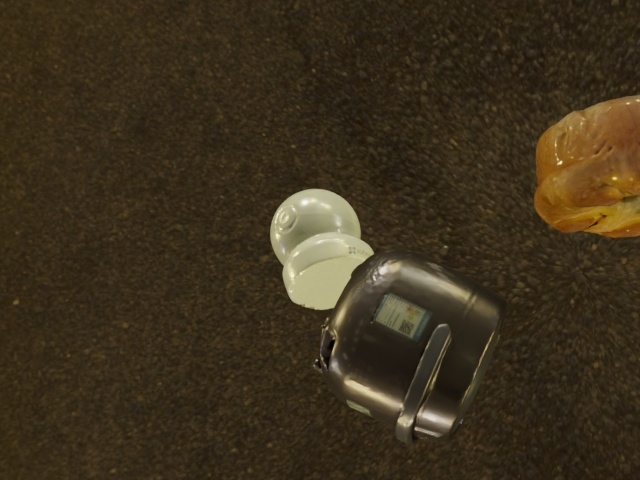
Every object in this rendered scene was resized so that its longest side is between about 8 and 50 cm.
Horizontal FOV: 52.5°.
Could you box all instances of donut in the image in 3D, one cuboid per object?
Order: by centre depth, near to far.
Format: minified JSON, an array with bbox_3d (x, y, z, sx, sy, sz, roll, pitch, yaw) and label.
[{"bbox_3d":[0.485,-0.106,0.961,0.318,0.299,0.149,4,73,-14],"label":"donut"}]

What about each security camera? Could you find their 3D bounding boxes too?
[{"bbox_3d":[0.000,0.000,1.328,0.195,0.195,0.236,-30,53,18],"label":"security camera"}]

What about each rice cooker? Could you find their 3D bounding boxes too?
[{"bbox_3d":[0.128,0.151,0.933,0.225,0.267,0.267,23,96,18],"label":"rice cooker"}]
